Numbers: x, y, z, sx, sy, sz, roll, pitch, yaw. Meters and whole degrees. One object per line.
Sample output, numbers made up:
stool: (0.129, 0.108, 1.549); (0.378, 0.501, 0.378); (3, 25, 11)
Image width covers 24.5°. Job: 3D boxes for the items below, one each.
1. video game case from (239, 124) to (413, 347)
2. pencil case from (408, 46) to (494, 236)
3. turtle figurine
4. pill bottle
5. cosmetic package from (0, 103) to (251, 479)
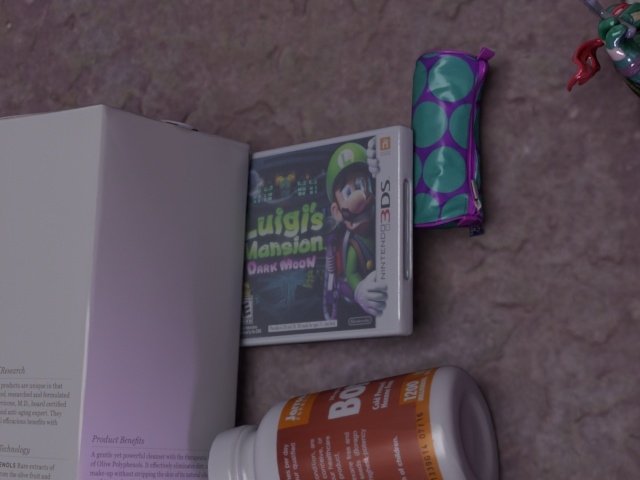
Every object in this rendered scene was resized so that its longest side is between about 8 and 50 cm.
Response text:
video game case: (0.000, 0.000, 1.252); (0.190, 0.022, 0.173); (-8, 77, 42)
pencil case: (0.108, -0.082, 1.223); (0.070, 0.064, 0.151); (-5, 80, 40)
turtle figurine: (0.290, -0.142, 1.127); (0.175, 0.118, 0.234); (-36, 64, -29)
pill bottle: (0.025, 0.178, 1.187); (0.216, 0.121, 0.121); (-14, 76, 21)
cosmetic package: (-0.178, 0.084, 1.245); (0.155, 0.197, 0.365); (-5, 78, 37)
